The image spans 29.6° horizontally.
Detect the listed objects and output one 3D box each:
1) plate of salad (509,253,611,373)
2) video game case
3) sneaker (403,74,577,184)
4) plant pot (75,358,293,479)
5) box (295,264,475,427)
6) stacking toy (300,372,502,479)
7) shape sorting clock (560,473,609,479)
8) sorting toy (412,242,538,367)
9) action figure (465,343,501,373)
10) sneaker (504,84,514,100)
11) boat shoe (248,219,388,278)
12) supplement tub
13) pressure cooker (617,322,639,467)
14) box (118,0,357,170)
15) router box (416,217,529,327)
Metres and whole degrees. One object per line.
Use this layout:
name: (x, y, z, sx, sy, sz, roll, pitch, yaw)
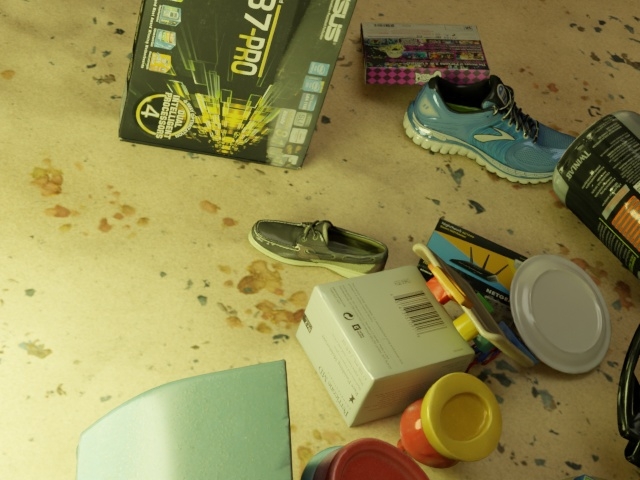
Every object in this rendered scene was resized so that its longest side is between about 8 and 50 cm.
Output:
plate of salad: (0.376, 0.117, 1.919, 0.200, 0.048, 0.199, 12, 63, -25)
video game case: (0.194, -0.356, 2.310, 0.232, 0.042, 0.210, 1, 33, -2)
sneaker: (0.324, -0.208, 2.193, 0.330, 0.147, 0.129, 16, 43, -7)
plant pot: (-0.155, 0.311, 1.417, 0.252, 0.248, 0.247, -3, 46, -1)
box: (0.091, 0.150, 1.755, 0.182, 0.119, 0.181, -11, 52, -30)
stacking toy: (0.130, 0.356, 1.608, 0.309, 0.130, 0.279, -24, 85, -34)
shape sorting clock: (0.397, 0.407, 1.668, 0.206, 0.040, 0.206, 14, 37, -11)
sorting toy: (0.212, 0.103, 1.755, 0.196, 0.047, 0.348, 53, 8, 31)
action figure: (0.248, 0.171, 1.862, 0.115, 0.030, 0.038, -23, 63, -43)
sneaker: (0.306, -0.274, 2.304, 0.178, 0.077, 0.072, -19, 56, -35)
boat shoe: (0.000, 0.001, 1.906, 0.224, 0.073, 0.080, 17, 42, -5)
supplement tub: (0.577, -0.048, 2.083, 0.207, 0.207, 0.338, -18, 56, -34)
pressure cooker: (0.646, 0.214, 1.719, 0.420, 0.375, 0.370, 27, 46, 6)
box: (-0.137, -0.307, 1.932, 0.318, 0.395, 0.097, 8, 42, -15)
router box: (0.251, 0.051, 1.973, 0.179, 0.046, 0.133, 25, 42, 5)
